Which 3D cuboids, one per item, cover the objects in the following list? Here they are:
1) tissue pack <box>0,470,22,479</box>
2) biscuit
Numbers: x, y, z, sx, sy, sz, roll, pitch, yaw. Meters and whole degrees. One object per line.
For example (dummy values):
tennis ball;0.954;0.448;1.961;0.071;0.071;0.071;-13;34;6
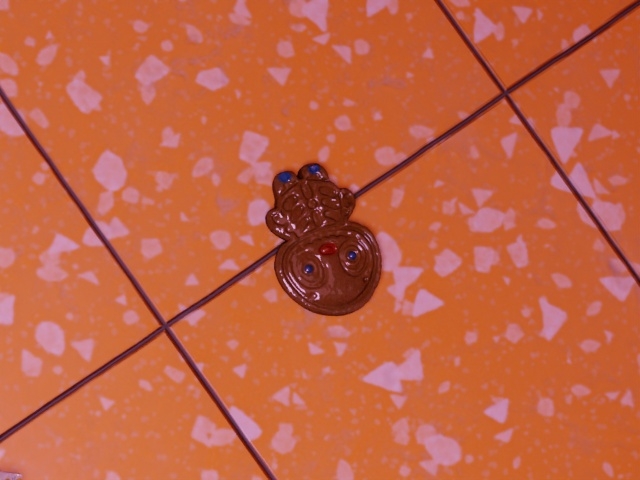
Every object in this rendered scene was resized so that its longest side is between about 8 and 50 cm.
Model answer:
tissue pack;-0.336;0.272;1.652;0.062;0.042;0.083;11;75;-10
biscuit;0.000;0.000;1.825;0.124;0.026;0.175;-18;83;-20
